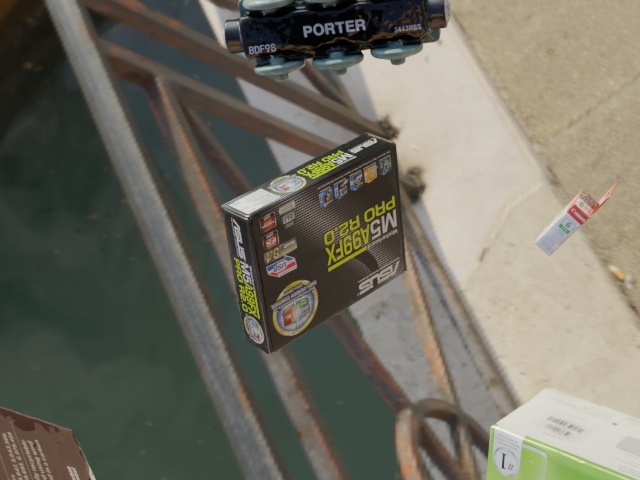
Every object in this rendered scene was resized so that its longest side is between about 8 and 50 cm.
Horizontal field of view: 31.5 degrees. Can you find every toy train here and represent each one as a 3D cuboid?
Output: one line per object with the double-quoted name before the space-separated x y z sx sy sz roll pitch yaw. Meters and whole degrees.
"toy train" 0.028 -0.326 1.671 0.334 0.190 0.142 -6 109 11

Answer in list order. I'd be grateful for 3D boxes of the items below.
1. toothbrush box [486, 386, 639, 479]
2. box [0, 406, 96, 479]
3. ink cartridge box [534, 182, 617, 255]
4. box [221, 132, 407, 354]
"toothbrush box" 0.284 0.326 1.182 0.206 0.122 0.283 19 118 36
"box" -0.330 0.182 0.710 0.191 0.381 0.143 -44 51 10
"ink cartridge box" 0.329 -0.035 1.459 0.029 0.063 0.115 42 120 4
"box" 0.000 0.000 1.558 0.060 0.270 0.216 24 132 43
